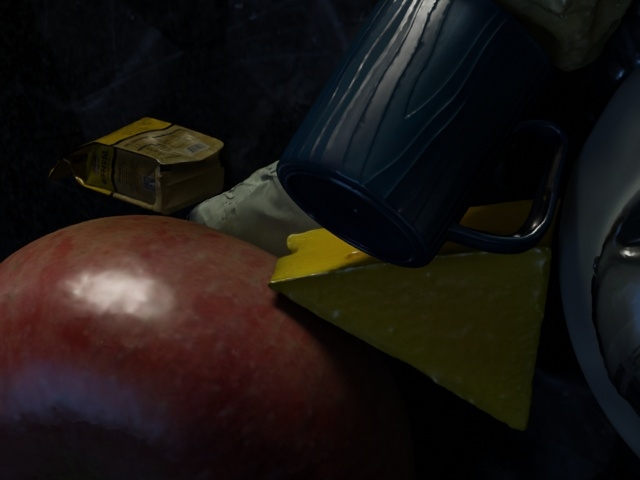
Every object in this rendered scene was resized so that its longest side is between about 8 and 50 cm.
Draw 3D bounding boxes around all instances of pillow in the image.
[{"bbox_3d":[0.000,0.000,1.278,0.229,0.051,0.128,-28,94,45],"label":"pillow"}]

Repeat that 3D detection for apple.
[{"bbox_3d":[-0.093,0.133,1.240,0.345,0.269,0.345,7,118,12],"label":"apple"}]

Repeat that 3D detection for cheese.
[{"bbox_3d":[0.057,0.030,1.158,0.171,0.093,0.126,9,116,5],"label":"cheese"}]

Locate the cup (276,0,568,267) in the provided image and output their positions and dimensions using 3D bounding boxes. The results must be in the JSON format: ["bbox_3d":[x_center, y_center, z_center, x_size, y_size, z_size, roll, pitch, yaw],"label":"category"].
[{"bbox_3d":[0.065,-0.063,1.072,0.150,0.138,0.113,20,159,37],"label":"cup"}]

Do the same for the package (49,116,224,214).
[{"bbox_3d":[-0.139,-0.061,1.373,0.131,0.071,0.047,19,121,39],"label":"package"}]

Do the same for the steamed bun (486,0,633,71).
[{"bbox_3d":[0.106,-0.238,1.052,0.292,0.137,0.295,3,104,40],"label":"steamed bun"}]

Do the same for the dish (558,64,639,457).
[{"bbox_3d":[0.250,0.033,1.015,0.324,0.124,0.324,15,114,38],"label":"dish"}]
